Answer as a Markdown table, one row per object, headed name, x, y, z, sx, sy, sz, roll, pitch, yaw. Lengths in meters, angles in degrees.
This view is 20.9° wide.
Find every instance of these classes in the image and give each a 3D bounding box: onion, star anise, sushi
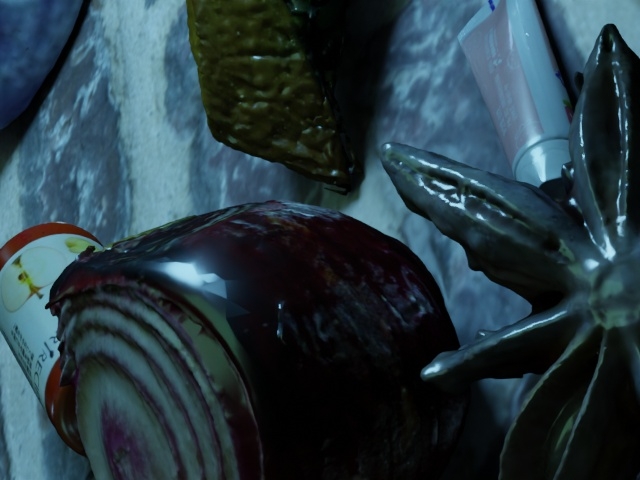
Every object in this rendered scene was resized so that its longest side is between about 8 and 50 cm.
| name | x | y | z | sx | sy | sz | roll | pitch | yaw |
| --- | --- | --- | --- | --- | --- | --- | --- | --- | --- |
| onion | -0.012 | 0.077 | 0.968 | 0.207 | 0.206 | 0.216 | -17 | 92 | 51 |
| star anise | 0.140 | 0.023 | 0.861 | 0.198 | 0.110 | 0.257 | -24 | 67 | 17 |
| sushi | -0.025 | -0.179 | 1.189 | 0.149 | 0.140 | 0.287 | 91 | 172 | -53 |

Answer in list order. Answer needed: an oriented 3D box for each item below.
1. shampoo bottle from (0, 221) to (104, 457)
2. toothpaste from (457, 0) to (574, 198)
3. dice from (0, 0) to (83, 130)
| name | x | y | z | sx | sy | sz | roll | pitch | yaw |
| --- | --- | --- | --- | --- | --- | --- | --- | --- | --- |
| shampoo bottle | -0.161 | 0.089 | 1.264 | 0.104 | 0.104 | 0.278 | -62 | 34 | 12 |
| toothpaste | 0.119 | -0.086 | 1.015 | 0.067 | 0.043 | 0.194 | -50 | 33 | 31 |
| dice | -0.390 | -0.265 | 1.624 | 0.270 | 0.271 | 0.270 | -60 | 34 | 15 |
